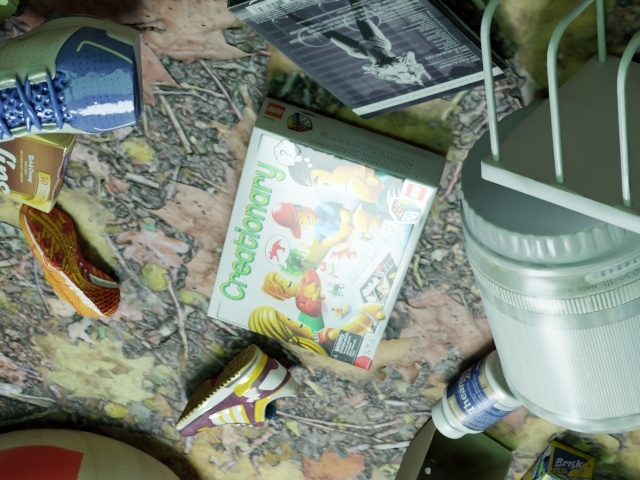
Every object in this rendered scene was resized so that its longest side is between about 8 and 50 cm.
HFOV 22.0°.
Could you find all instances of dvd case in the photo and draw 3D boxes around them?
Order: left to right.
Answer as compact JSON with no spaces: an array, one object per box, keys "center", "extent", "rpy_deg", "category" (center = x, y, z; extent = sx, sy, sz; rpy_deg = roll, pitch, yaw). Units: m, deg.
[{"center":[0.047,-0.184,1.495],"extent":[0.164,0.018,0.221],"rpy_deg":[-14,148,33],"category":"dvd case"}]

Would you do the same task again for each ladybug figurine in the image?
[{"center":[-0.369,0.404,2.152],"extent":[0.449,0.162,0.305],"rpy_deg":[-15,111,27],"category":"ladybug figurine"}]

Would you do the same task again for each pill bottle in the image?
[{"center":[0.178,0.173,1.829],"extent":[0.067,0.067,0.120],"rpy_deg":[34,135,-15],"category":"pill bottle"}]

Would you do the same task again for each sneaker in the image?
[{"center":[-0.331,-0.123,1.555],"extent":[0.315,0.182,0.127],"rpy_deg":[4,126,11],"category":"sneaker"},{"center":[-0.295,0.027,1.858],"extent":[0.067,0.064,0.175],"rpy_deg":[-3,131,36],"category":"sneaker"},{"center":[-0.101,0.199,1.954],"extent":[0.084,0.070,0.185],"rpy_deg":[38,135,-12],"category":"sneaker"}]

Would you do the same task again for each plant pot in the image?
[{"center":[0.143,0.279,1.930],"extent":[0.109,0.109,0.096],"rpy_deg":[34,148,-15],"category":"plant pot"}]

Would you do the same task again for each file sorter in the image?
[{"center":[0.292,-0.126,1.332],"extent":[0.277,0.193,0.173],"rpy_deg":[22,139,33],"category":"file sorter"}]

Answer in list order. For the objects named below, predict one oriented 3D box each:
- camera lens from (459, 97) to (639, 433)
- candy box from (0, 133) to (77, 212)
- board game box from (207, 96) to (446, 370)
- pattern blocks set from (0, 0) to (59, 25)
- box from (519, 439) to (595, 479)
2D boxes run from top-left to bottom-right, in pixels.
[{"center":[0.256,0.028,1.543],"extent":[0.219,0.219,0.274],"rpy_deg":[-2,133,22],"category":"camera lens"},{"center":[-0.356,-0.113,1.745],"extent":[0.186,0.053,0.109],"rpy_deg":[21,136,-4],"category":"candy box"},{"center":[0.000,0.000,1.729],"extent":[0.193,0.053,0.305],"rpy_deg":[18,137,2],"category":"board game box"},{"center":[-0.395,-0.262,1.602],"extent":[0.285,0.026,0.325],"rpy_deg":[-23,116,26],"category":"pattern blocks set"},{"center":[0.261,0.308,1.945],"extent":[0.059,0.054,0.169],"rpy_deg":[23,138,-5],"category":"box"}]
